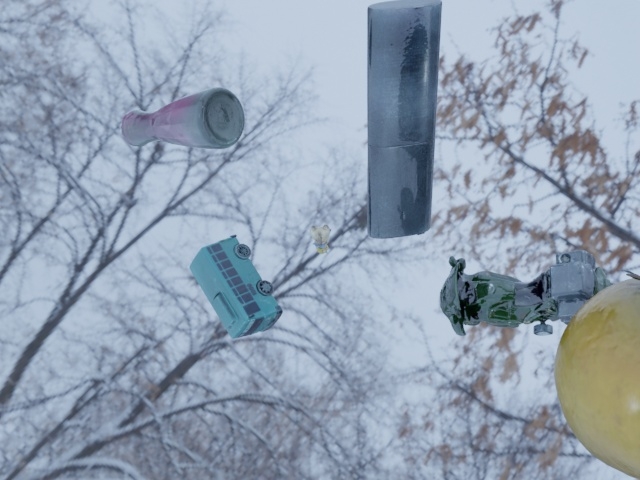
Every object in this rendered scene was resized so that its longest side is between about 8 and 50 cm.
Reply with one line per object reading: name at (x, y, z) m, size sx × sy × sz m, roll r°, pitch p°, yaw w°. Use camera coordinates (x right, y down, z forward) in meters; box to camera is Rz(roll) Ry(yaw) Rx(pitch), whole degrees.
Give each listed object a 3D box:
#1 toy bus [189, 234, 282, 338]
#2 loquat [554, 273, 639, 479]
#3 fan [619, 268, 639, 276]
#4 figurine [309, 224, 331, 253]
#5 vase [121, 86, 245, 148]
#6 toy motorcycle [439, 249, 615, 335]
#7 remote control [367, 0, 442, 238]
toy bus at (-0.142, 0.081, 1.388) m, size 0.160 × 0.092 × 0.079 m, roll 56°, pitch -40°, yaw 15°
loquat at (0.425, 0.158, 1.003) m, size 0.275 × 0.275 × 0.275 m, roll 27°, pitch -38°, yaw 23°
fan at (0.480, 0.052, 1.279) m, size 0.056 × 0.004 × 0.083 m, roll 21°, pitch 5°, yaw -3°
figurine at (0.000, 0.000, 1.817) m, size 0.047 × 0.050 × 0.083 m, roll -1°, pitch -19°, yaw 10°
vase at (-0.212, -0.173, 1.237) m, size 0.214 × 0.086 × 0.086 m, roll 2°, pitch -53°, yaw 43°
toy motorcycle at (0.296, 0.082, 1.271) m, size 0.275 × 0.124 × 0.187 m, roll -13°, pitch -27°, yaw 33°
remote control at (0.121, -0.170, 1.251) m, size 0.107 × 0.044 × 0.377 m, roll -6°, pitch -55°, yaw -4°
